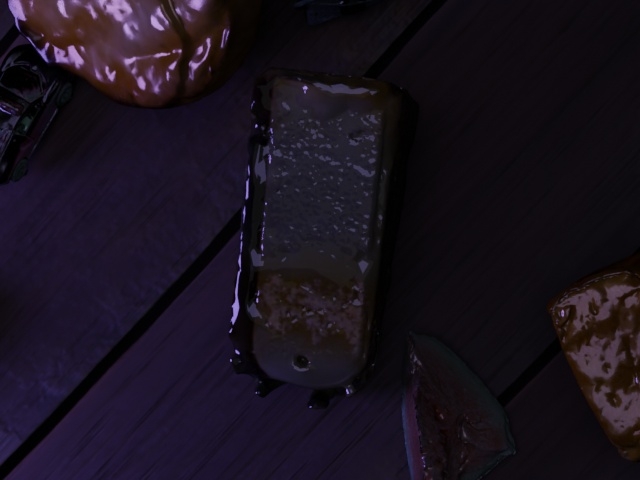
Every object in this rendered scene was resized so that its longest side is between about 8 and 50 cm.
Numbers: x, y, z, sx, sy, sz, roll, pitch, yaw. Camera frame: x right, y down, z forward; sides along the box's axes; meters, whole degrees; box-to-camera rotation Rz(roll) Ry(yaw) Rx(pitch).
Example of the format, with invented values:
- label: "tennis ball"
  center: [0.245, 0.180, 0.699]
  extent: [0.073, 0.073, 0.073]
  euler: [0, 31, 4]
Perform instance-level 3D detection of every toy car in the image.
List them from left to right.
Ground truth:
- label: "toy car"
  center: [-0.286, -0.118, 1.368]
  extent: [0.069, 0.055, 0.142]
  euler: [30, 89, 13]

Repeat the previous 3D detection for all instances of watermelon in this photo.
- label: "watermelon"
  center: [0.109, 0.153, 1.267]
  extent: [0.101, 0.080, 0.155]
  euler: [-16, 67, 0]

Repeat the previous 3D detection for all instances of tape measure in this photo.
- label: "tape measure"
  center: [0.018, -0.230, 1.300]
  extent: [0.094, 0.091, 0.054]
  euler: [-19, 79, 11]

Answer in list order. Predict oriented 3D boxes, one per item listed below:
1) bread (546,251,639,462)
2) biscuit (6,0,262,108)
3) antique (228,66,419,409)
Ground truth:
- label: "bread"
  center: [0.278, 0.083, 1.197]
  extent: [0.143, 0.149, 0.158]
  euler: [-24, 81, 12]
- label: "biscuit"
  center: [-0.169, -0.254, 1.266]
  extent: [0.296, 0.296, 0.102]
  euler: [42, 51, 11]
- label: "antique"
  center: [0.000, 0.000, 1.270]
  extent: [0.125, 0.150, 0.284]
  euler: [9, 95, 11]
